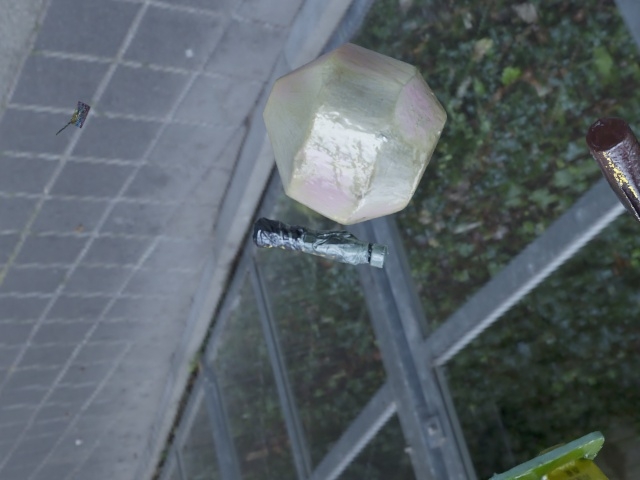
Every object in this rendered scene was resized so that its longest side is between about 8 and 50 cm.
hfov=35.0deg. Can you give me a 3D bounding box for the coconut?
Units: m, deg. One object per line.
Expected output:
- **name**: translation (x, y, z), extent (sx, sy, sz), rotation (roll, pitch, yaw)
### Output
- **coconut**: translation (0.033, -0.136, 1.297), extent (0.237, 0.237, 0.197), rotation (-25, -167, 19)

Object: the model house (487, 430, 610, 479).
- **model house**: translation (0.254, 0.368, 0.851), extent (0.340, 0.324, 0.300), rotation (-15, 140, -28)

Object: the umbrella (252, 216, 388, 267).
- **umbrella**: translation (0.000, 0.000, 1.390), extent (0.188, 0.050, 0.046), rotation (10, 152, 12)

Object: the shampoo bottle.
- **shampoo bottle**: translation (0.443, -0.079, 1.431), extent (0.068, 0.067, 0.236), rotation (-47, 131, 0)

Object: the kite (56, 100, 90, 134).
- **kite**: translation (-0.365, -0.174, 1.506), extent (0.002, 0.044, 0.078), rotation (18, 118, -48)
